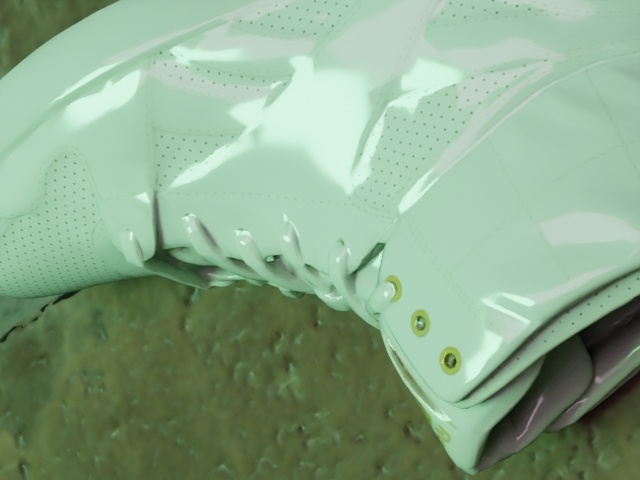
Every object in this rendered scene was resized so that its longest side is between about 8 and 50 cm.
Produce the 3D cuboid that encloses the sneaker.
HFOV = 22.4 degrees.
[{"bbox_3d":[0.000,0.000,0.515,0.292,0.108,0.169,-24,66,25],"label":"sneaker"}]
